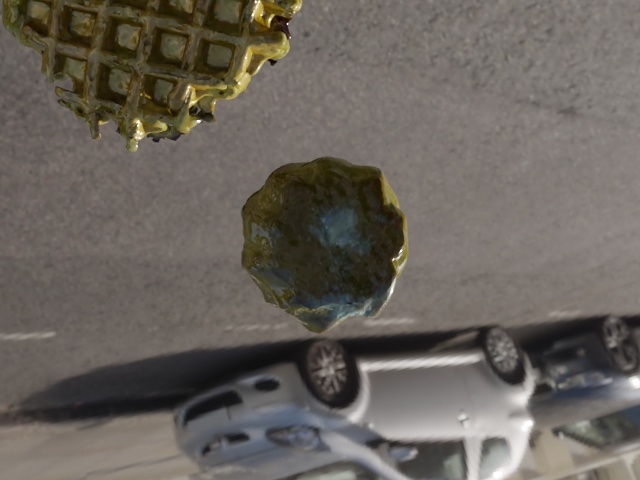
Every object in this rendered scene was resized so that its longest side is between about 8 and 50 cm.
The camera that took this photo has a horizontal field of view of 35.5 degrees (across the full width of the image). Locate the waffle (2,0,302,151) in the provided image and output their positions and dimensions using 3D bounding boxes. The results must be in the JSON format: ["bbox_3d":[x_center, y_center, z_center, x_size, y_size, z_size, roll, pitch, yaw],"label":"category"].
[{"bbox_3d":[-0.225,-0.330,1.310,0.382,0.379,0.095,-36,-174,8],"label":"waffle"}]

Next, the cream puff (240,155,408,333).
[{"bbox_3d":[0.000,0.000,0.805,0.146,0.146,0.116,-13,-174,-14],"label":"cream puff"}]
